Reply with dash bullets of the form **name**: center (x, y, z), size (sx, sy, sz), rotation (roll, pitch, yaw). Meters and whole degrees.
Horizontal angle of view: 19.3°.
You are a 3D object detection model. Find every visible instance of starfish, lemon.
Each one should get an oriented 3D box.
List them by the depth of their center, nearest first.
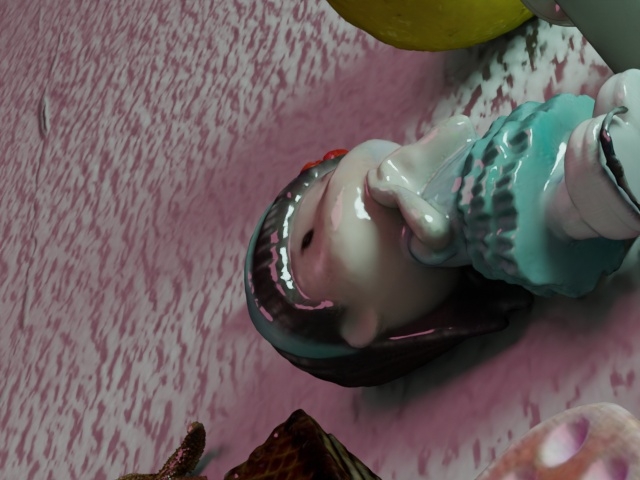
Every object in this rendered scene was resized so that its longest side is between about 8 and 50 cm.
- **starfish**: center (-0.087, 0.134, 1.012), size (0.091, 0.028, 0.078), rotation (-13, 45, 50)
- **lemon**: center (0.078, -0.201, 1.114), size (0.206, 0.173, 0.173), rotation (-37, 21, -3)

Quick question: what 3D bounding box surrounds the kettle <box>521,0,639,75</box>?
- **kettle**: center (0.145, -0.151, 0.929), size (0.098, 0.148, 0.127), rotation (-46, 20, 3)

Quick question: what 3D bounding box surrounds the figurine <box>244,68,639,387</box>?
- **figurine**: center (0.068, -0.011, 0.889), size (0.245, 0.110, 0.138), rotation (-21, 23, 42)

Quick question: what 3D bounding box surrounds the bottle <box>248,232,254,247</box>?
- **bottle**: center (0.000, 0.000, 1.071), size (0.096, 0.045, 0.045), rotation (-20, 33, 53)

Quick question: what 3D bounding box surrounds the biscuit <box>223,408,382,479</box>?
- **biscuit**: center (0.001, 0.165, 0.737), size (0.106, 0.070, 0.252), rotation (-45, 22, 5)

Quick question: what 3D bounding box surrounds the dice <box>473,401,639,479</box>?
- **dice**: center (0.097, 0.116, 0.616), size (0.093, 0.091, 0.094), rotation (-45, 20, 1)
